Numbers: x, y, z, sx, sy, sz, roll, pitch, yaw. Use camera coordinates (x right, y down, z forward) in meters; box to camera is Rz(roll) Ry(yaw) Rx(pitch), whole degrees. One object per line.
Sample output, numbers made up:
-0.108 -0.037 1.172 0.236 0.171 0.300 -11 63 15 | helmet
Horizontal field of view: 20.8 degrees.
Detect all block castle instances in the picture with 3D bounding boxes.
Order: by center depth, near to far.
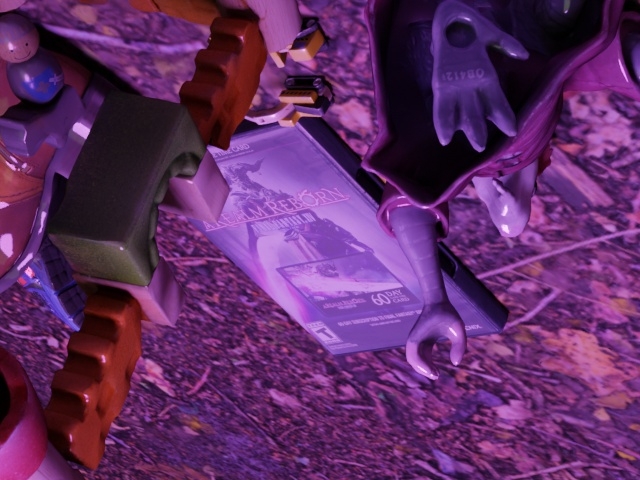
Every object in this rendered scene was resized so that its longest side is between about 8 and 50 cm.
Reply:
-0.222 -0.066 1.074 0.303 0.453 0.213 12 154 21 | block castle

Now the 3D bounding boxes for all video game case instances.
0.000 0.000 1.428 0.196 0.026 0.274 -12 135 44 | video game case

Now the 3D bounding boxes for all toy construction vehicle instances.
-0.034 -0.119 1.258 0.098 0.035 0.086 3 143 30 | toy construction vehicle

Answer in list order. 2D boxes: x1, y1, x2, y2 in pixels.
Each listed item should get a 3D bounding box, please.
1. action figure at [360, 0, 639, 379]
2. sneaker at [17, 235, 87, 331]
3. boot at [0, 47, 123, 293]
0.087 -0.095 1.066 0.275 0.248 0.370 55 179 12 | action figure
-0.257 0.005 1.573 0.087 0.083 0.221 0 135 50 | sneaker
-0.323 -0.094 1.385 0.280 0.096 0.264 33 132 -15 | boot
